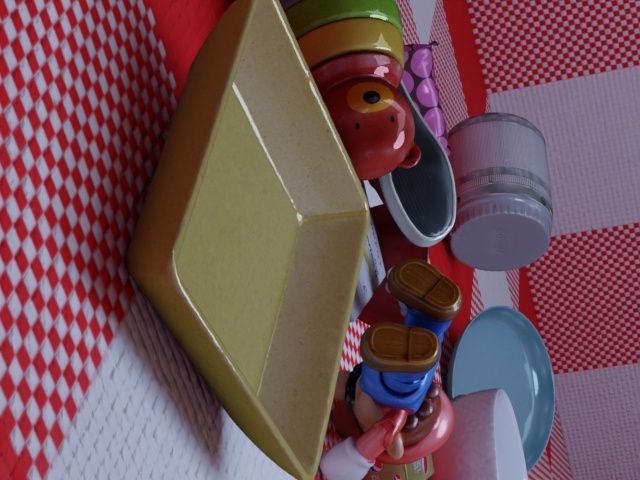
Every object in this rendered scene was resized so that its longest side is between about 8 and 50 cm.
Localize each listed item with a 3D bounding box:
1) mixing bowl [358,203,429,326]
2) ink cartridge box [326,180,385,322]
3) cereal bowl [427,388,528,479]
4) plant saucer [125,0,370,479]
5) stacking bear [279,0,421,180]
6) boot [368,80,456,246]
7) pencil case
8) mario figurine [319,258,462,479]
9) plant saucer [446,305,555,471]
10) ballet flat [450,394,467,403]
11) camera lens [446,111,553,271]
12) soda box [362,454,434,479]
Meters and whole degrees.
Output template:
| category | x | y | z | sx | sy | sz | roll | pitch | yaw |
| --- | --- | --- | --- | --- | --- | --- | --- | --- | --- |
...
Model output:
| category | x | y | z | sx | sy | sz | roll | pitch | yaw |
| --- | --- | --- | --- | --- | --- | --- | --- | --- | --- |
| mixing bowl | 0.068 | 0.030 | 1.671 | 0.181 | 0.098 | 0.181 | -173 | -90 | -81 |
| ink cartridge box | 0.000 | 0.000 | 1.496 | 0.212 | 0.093 | 0.154 | -46 | 124 | -75 |
| cereal bowl | 0.236 | 0.403 | 2.061 | 0.339 | 0.141 | 0.339 | -10 | 90 | -76 |
| plant saucer | -0.062 | -0.003 | 1.192 | 0.333 | 0.081 | 0.332 | 63 | 32 | -46 |
| stacking bear | 0.023 | -0.200 | 1.449 | 0.164 | 0.175 | 0.289 | 115 | -36 | -62 |
| boot | 0.066 | -0.098 | 1.628 | 0.244 | 0.088 | 0.176 | 66 | -26 | 1 |
| pencil case | 0.178 | -0.246 | 2.384 | 0.098 | 0.095 | 0.209 | -111 | -169 | -81 |
| mario figurine | 0.061 | 0.149 | 1.504 | 0.170 | 0.198 | 0.320 | 54 | -21 | 26 |
| plant saucer | 0.327 | 0.280 | 2.467 | 0.318 | 0.044 | 0.317 | 10 | 77 | -45 |
| ballet flat | 0.281 | 0.411 | 2.311 | 0.123 | 0.123 | 0.348 | -76 | 152 | -59 |
| camera lens | 0.354 | -0.104 | 2.703 | 0.219 | 0.219 | 0.274 | 63 | 22 | -50 |
| soda box | 0.102 | 0.295 | 1.763 | 0.181 | 0.061 | 0.058 | 0 | 81 | -76 |
